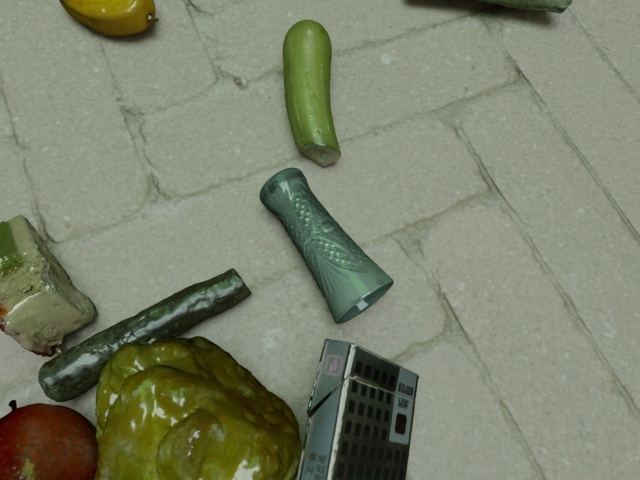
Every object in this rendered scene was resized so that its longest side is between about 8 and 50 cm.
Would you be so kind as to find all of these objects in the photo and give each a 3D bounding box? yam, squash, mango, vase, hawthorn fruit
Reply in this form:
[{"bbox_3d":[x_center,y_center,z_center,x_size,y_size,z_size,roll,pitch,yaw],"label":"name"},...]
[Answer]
[{"bbox_3d":[-0.221,0.117,0.618,0.274,0.061,0.061,-29,74,-14],"label":"yam"},{"bbox_3d":[-0.016,-0.243,0.754,0.083,0.083,0.250,-3,72,-5],"label":"squash"},{"bbox_3d":[-0.357,-0.397,0.793,0.187,0.066,0.101,13,77,6],"label":"mango"},{"bbox_3d":[0.000,0.000,0.661,0.096,0.096,0.219,-31,72,-14],"label":"vase"},{"bbox_3d":[-0.322,0.253,0.519,0.157,0.157,0.194,-35,58,-15],"label":"hawthorn fruit"}]

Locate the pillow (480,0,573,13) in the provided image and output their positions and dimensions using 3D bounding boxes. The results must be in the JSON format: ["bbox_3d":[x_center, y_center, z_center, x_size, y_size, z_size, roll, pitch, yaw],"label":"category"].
[{"bbox_3d":[0.313,-0.511,0.878,0.302,0.075,0.185,8,69,1],"label":"pillow"}]

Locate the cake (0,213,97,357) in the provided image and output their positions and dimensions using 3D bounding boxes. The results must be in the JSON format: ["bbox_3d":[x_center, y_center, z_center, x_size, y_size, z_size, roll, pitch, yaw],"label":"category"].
[{"bbox_3d":[-0.384,0.063,0.635,0.086,0.117,0.220,-39,44,-19],"label":"cake"}]

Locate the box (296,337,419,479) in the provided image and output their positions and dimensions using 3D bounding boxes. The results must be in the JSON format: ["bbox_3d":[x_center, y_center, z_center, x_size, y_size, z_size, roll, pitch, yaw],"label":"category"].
[{"bbox_3d":[0.036,0.290,0.515,0.047,0.180,0.325,-4,64,35],"label":"box"}]

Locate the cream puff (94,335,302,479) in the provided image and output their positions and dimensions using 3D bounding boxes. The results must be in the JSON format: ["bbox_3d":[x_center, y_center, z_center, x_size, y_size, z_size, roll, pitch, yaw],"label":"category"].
[{"bbox_3d":[-0.133,0.210,0.502,0.244,0.244,0.196,12,84,0],"label":"cream puff"}]
